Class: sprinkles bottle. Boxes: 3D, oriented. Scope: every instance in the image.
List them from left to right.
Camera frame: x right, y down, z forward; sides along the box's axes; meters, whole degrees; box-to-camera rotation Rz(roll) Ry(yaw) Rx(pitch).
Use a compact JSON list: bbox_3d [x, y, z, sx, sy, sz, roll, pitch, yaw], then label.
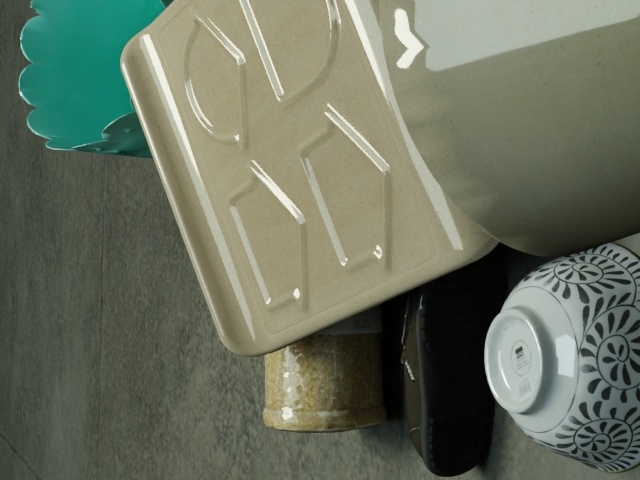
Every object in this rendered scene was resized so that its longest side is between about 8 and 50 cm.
[{"bbox_3d":[0.000,0.000,1.260,0.121,0.121,0.355,174,94,-64],"label":"sprinkles bottle"}]

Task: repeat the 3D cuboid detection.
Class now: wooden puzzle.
[{"bbox_3d":[-0.011,-0.094,1.102,0.348,0.081,0.322,-28,81,49],"label":"wooden puzzle"}]

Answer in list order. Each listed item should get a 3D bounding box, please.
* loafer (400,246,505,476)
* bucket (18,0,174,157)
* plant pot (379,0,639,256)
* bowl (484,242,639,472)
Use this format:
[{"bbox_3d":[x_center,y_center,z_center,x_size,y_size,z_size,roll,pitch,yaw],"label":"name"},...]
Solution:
[{"bbox_3d":[0.096,0.084,1.104,0.078,0.080,0.220,25,113,62],"label":"loafer"},{"bbox_3d":[-0.202,-0.221,1.531,0.281,0.183,0.281,-9,77,45],"label":"bucket"},{"bbox_3d":[0.216,-0.136,0.703,0.274,0.257,0.256,-12,79,49],"label":"plant pot"},{"bbox_3d":[0.170,0.085,0.952,0.170,0.080,0.170,180,90,-65],"label":"bowl"}]
